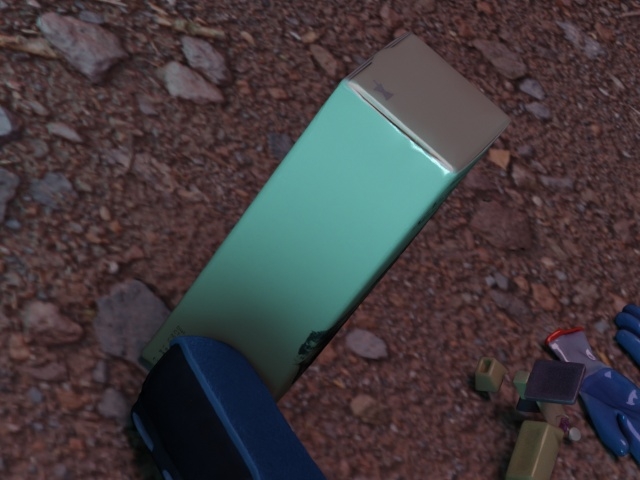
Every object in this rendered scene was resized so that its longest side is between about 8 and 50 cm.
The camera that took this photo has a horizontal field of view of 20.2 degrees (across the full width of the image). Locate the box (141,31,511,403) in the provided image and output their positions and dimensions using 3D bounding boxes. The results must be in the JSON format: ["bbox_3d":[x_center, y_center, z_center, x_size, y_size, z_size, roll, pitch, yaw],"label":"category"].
[{"bbox_3d":[0.000,0.000,1.190,0.094,0.275,0.113,42,36,4],"label":"box"}]

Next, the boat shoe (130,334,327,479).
[{"bbox_3d":[-0.040,0.179,1.128,0.109,0.089,0.258,21,32,-44],"label":"boat shoe"}]

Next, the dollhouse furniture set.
[{"bbox_3d":[0.157,0.159,1.380,0.081,0.091,0.114,60,43,-45],"label":"dollhouse furniture set"}]

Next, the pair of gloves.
[{"bbox_3d":[0.281,0.123,1.515,0.198,0.023,0.159,-14,60,-47],"label":"pair of gloves"}]
